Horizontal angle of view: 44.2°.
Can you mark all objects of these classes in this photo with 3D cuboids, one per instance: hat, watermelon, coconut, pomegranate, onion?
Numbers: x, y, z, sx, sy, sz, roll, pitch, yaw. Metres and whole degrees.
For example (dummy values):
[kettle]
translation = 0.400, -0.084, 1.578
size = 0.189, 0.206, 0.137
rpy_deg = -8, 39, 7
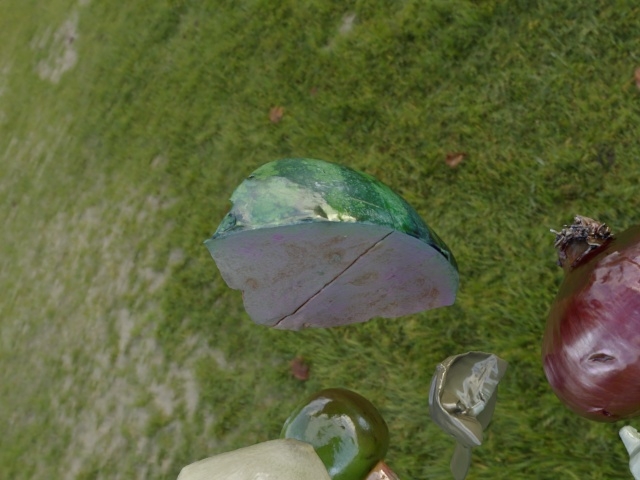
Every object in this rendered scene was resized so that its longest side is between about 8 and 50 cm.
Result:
[hat]
translation = 0.200, 0.263, 1.192
size = 0.166, 0.144, 0.173
rpy_deg = -51, -4, -47
[watermelon]
translation = 0.014, -0.025, 1.098
size = 0.319, 0.292, 0.222
rpy_deg = -13, 50, -2
[coconut]
translation = -0.072, 0.353, 0.891
size = 0.237, 0.237, 0.266
rpy_deg = 11, 80, 49
[pomegranate]
translation = 0.039, 0.326, 1.196
size = 0.209, 0.180, 0.180
rpy_deg = 38, 100, 25
[onion]
translation = 0.433, 0.080, 1.086
size = 0.347, 0.347, 0.285
rpy_deg = -46, 67, 20

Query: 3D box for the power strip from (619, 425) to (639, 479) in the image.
[power strip]
translation = 0.281, 0.238, 0.508
size = 0.046, 0.118, 0.270
rpy_deg = -30, 75, 17
